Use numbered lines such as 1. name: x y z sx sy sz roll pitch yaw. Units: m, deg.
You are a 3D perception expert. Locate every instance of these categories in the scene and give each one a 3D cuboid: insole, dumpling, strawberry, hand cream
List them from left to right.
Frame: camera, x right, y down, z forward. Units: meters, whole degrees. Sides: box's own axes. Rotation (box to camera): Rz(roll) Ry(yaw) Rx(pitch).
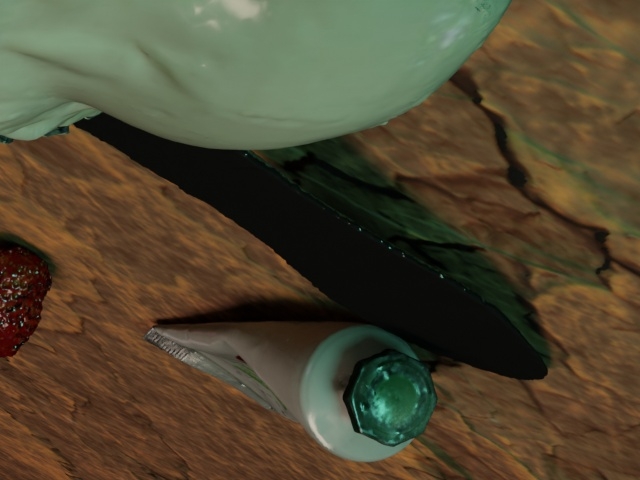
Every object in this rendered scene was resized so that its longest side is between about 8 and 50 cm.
1. strawberry: -0.232 0.040 1.121 0.083 0.083 0.096 31 131 -9
2. dumpling: -0.036 -0.085 0.432 0.142 0.172 0.247 59 151 2
3. hand cream: -0.019 0.090 0.992 0.121 0.076 0.336 37 166 -16
4. insole: 0.000 0.000 0.750 0.119 0.009 0.348 4 157 48
